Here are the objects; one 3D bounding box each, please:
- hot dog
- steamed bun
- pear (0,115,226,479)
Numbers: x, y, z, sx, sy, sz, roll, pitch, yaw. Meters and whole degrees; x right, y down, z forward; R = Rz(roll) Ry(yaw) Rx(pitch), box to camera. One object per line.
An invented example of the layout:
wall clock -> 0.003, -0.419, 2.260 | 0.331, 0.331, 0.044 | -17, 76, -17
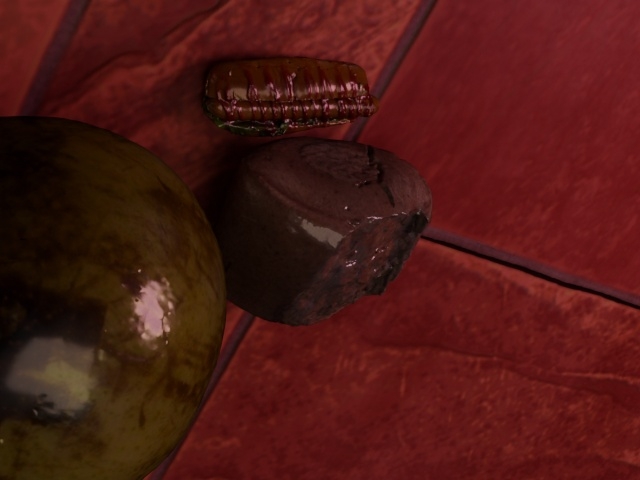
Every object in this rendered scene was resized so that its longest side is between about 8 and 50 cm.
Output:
hot dog -> -0.021, -0.109, 0.832 | 0.144, 0.038, 0.062 | -3, 123, -26
steamed bun -> 0.000, 0.000, 0.865 | 0.175, 0.106, 0.145 | -4, 135, -35
pear -> -0.202, 0.047, 0.703 | 0.283, 0.283, 0.283 | -14, 127, -19
